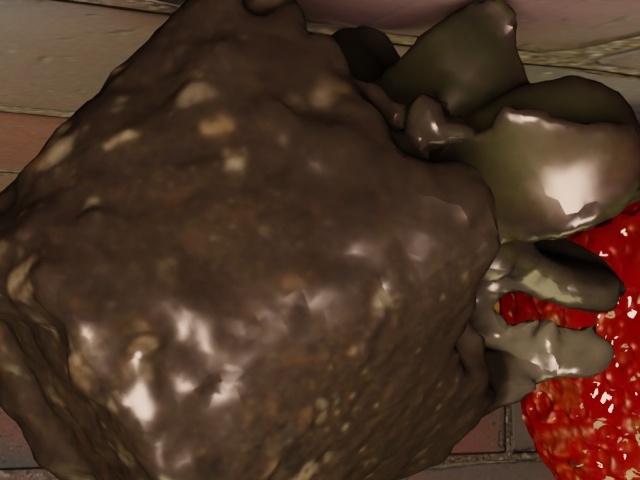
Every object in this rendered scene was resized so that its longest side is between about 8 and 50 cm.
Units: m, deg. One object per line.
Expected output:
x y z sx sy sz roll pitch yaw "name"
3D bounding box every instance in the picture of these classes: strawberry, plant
0.243 0.068 1.112 0.257 0.277 0.257 1 -171 0 "strawberry"
0.000 0.000 0.680 0.276 0.199 0.188 -34 152 -26 "plant"

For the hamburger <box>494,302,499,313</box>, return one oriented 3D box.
0.209 0.005 1.360 0.243 0.146 0.286 -7 173 7 "hamburger"
